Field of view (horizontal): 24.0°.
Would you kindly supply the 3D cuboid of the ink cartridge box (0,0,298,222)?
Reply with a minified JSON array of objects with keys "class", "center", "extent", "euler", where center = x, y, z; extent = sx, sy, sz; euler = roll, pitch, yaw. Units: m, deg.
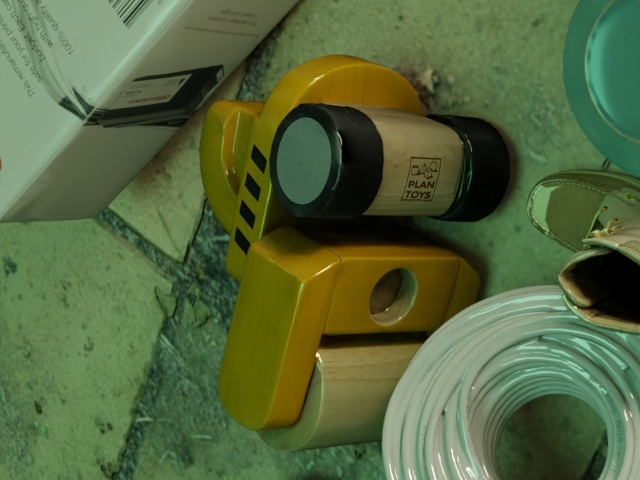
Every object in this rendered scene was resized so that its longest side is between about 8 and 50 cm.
[{"class":"ink cartridge box","center":[-0.224,-0.245,1.456],"extent":[0.395,0.166,0.285],"euler":[-43,70,27]}]

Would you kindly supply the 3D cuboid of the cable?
[{"class":"cable","center":[0.182,0.161,1.196],"extent":[0.257,0.089,0.257],"euler":[24,82,26]}]

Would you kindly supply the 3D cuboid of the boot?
[{"class":"boot","center":[0.220,0.007,1.153],"extent":[0.213,0.165,0.077],"euler":[27,114,33]}]

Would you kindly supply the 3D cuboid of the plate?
[{"class":"plate","center":[0.267,-0.138,1.181],"extent":[0.188,0.024,0.188],"euler":[8,103,40]}]

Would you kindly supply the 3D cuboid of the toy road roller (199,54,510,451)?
[{"class":"toy road roller","center":[0.000,0.000,1.333],"extent":[0.240,0.202,0.329],"euler":[29,112,47]}]
